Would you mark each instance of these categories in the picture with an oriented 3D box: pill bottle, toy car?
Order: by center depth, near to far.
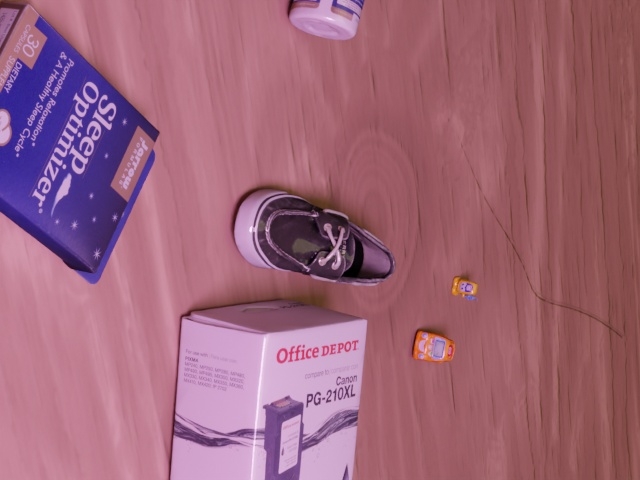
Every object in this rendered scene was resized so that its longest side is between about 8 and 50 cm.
[{"bbox_3d":[0.015,-0.257,1.441,0.067,0.067,0.120,26,77,-55],"label":"pill bottle"},{"bbox_3d":[0.147,0.090,1.740,0.060,0.040,0.122,43,62,-51],"label":"toy car"}]

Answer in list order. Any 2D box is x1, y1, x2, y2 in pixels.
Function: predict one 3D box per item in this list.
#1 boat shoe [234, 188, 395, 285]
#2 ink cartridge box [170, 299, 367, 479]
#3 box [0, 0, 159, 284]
[{"bbox_3d":[0.000,0.000,1.475,0.219,0.070,0.077,17,83,-56],"label":"boat shoe"},{"bbox_3d":[-0.050,0.184,1.418,0.172,0.100,0.237,-4,101,-56],"label":"ink cartridge box"},{"bbox_3d":[-0.202,-0.068,1.194,0.225,0.036,0.136,47,60,-51],"label":"box"}]
